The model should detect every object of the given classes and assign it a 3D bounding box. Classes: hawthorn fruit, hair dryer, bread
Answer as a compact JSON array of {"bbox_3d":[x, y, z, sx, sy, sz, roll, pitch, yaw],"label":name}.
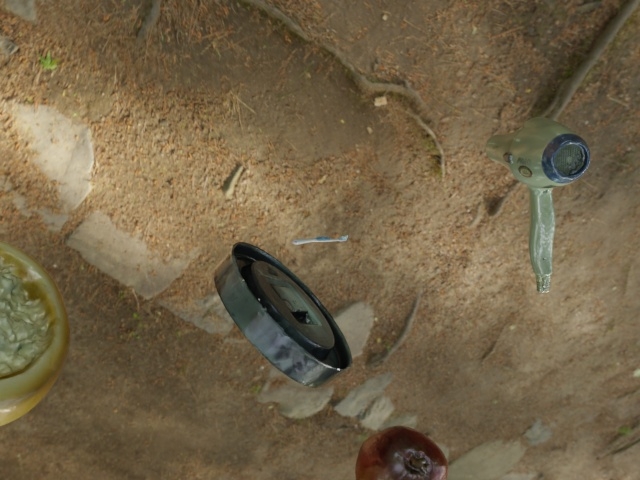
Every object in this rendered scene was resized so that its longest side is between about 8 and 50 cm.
[{"bbox_3d":[0.193,0.542,1.197,0.215,0.215,0.249,-3,156,-17],"label":"hawthorn fruit"},{"bbox_3d":[0.378,-0.101,0.947,0.119,0.296,0.298,-5,124,0],"label":"hair dryer"},{"bbox_3d":[-0.681,0.175,0.971,0.245,0.424,0.329,-35,140,6],"label":"bread"}]

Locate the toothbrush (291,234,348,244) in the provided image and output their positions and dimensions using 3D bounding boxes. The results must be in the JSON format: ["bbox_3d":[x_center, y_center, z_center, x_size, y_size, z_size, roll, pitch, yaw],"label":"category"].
[{"bbox_3d":[0.000,0.000,1.156,0.162,0.014,0.017,-6,145,-38],"label":"toothbrush"}]

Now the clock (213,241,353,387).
[{"bbox_3d":[-0.083,0.164,1.159,0.076,0.386,0.386,-43,126,8],"label":"clock"}]
